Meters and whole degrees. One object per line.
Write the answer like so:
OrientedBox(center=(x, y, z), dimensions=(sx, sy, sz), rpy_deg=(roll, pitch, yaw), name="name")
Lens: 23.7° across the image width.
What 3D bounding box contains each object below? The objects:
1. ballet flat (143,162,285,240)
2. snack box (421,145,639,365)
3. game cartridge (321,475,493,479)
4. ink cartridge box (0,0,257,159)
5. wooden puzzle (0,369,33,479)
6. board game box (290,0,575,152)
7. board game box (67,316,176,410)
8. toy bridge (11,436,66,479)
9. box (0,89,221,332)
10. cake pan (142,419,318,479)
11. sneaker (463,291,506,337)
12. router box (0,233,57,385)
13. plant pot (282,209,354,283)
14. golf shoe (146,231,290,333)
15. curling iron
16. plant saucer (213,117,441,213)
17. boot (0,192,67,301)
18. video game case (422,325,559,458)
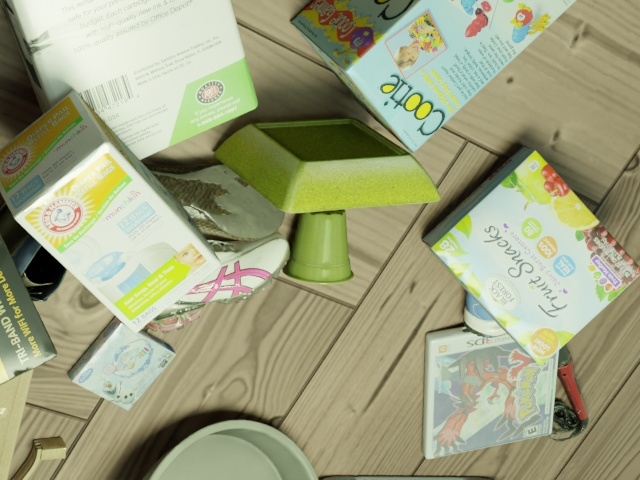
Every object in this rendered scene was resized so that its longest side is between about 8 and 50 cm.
OrientedBox(center=(-0.149, -0.043, 1.657), dimensions=(0.250, 0.058, 0.084), rpy_deg=(3, 83, -37), name="ballet flat")
OrientedBox(center=(0.257, 0.019, 1.857), dimensions=(0.174, 0.070, 0.207), rpy_deg=(-42, 101, 1), name="snack box")
OrientedBox(center=(0.097, 0.413, 2.087), dimensions=(0.297, 0.062, 0.198), rpy_deg=(6, 120, -32), name="game cartridge")
OrientedBox(center=(-0.195, -0.223, 1.470), dimensions=(0.198, 0.115, 0.272), rpy_deg=(-25, 130, -14), name="ink cartridge box")
OrientedBox(center=(-0.485, 0.211, 1.605), dimensions=(0.322, 0.080, 0.347), rpy_deg=(5, 122, -26), name="wooden puzzle")
OrientedBox(center=(0.132, -0.255, 1.616), dimensions=(0.275, 0.142, 0.144), rpy_deg=(-43, 129, 1), name="board game box")
OrientedBox(center=(-0.227, 0.141, 1.749), dimensions=(0.090, 0.020, 0.090), rpy_deg=(-49, 131, 7), name="board game box")
OrientedBox(center=(-0.341, 0.315, 1.793), dimensions=(0.063, 0.026, 0.188), rpy_deg=(-1, 120, -26), name="toy bridge")
OrientedBox(center=(-0.205, -0.026, 1.453), dimensions=(0.114, 0.103, 0.203), rpy_deg=(-38, 133, 1), name="box")
OrientedBox(center=(-0.120, 0.361, 1.851), dimensions=(0.293, 0.054, 0.293), rpy_deg=(0, 90, -40), name="cake pan")
OrientedBox(center=(0.280, 0.054, 1.940), dimensions=(0.211, 0.080, 0.081), rpy_deg=(-21, 129, -17), name="sneaker")
OrientedBox(center=(-0.425, 0.025, 1.436), dimensions=(0.243, 0.081, 0.308), rpy_deg=(-28, 106, -18), name="router box")
OrientedBox(center=(0.000, 0.000, 1.757), dimensions=(0.083, 0.083, 0.079), rpy_deg=(-4, 108, -27), name="plant pot")
OrientedBox(center=(-0.121, 0.031, 1.707), dimensions=(0.186, 0.067, 0.086), rpy_deg=(-27, 127, -12), name="golf shoe")
OrientedBox(center=(0.317, 0.175, 2.067), dimensions=(0.068, 0.035, 0.274), rpy_deg=(-27, 129, -12), name="curling iron")
OrientedBox(center=(0.008, -0.088, 1.627), dimensions=(0.188, 0.188, 0.045), rpy_deg=(-5, 114, -27), name="plant saucer")
OrientedBox(center=(-0.329, 0.037, 1.567), dimensions=(0.082, 0.106, 0.219), rpy_deg=(25, 105, -39), name="boot")
OrientedBox(center=(0.225, 0.191, 2.016), dimensions=(0.184, 0.023, 0.201), rpy_deg=(-10, 125, -13), name="video game case")
